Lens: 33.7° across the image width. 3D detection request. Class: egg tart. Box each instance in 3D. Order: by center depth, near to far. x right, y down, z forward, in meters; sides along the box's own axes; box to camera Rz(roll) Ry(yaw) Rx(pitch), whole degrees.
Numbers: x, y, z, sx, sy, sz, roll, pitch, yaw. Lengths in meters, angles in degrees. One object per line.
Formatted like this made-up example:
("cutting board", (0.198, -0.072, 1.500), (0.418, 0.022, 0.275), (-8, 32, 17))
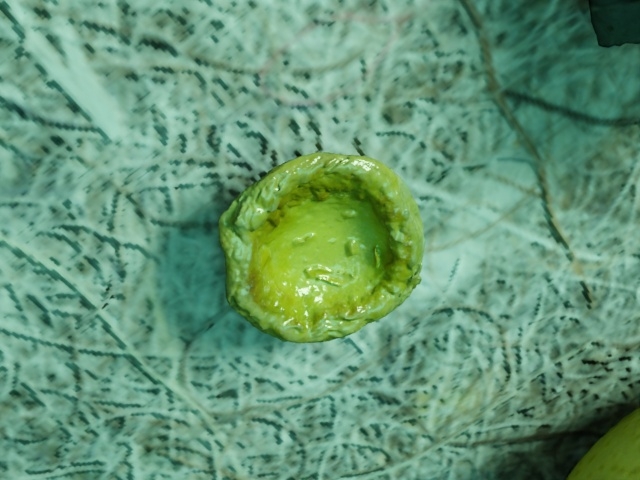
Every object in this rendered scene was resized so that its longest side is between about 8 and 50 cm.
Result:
("egg tart", (0.000, 0.000, 0.490), (0.105, 0.039, 0.105), (-7, 122, -11))

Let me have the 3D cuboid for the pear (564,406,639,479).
("pear", (0.274, 0.198, 0.532), (0.314, 0.314, 0.314), (-7, 122, -11))

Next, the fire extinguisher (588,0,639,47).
("fire extinguisher", (0.129, -0.213, 0.349), (0.200, 0.113, 0.376), (-18, 124, -3))
